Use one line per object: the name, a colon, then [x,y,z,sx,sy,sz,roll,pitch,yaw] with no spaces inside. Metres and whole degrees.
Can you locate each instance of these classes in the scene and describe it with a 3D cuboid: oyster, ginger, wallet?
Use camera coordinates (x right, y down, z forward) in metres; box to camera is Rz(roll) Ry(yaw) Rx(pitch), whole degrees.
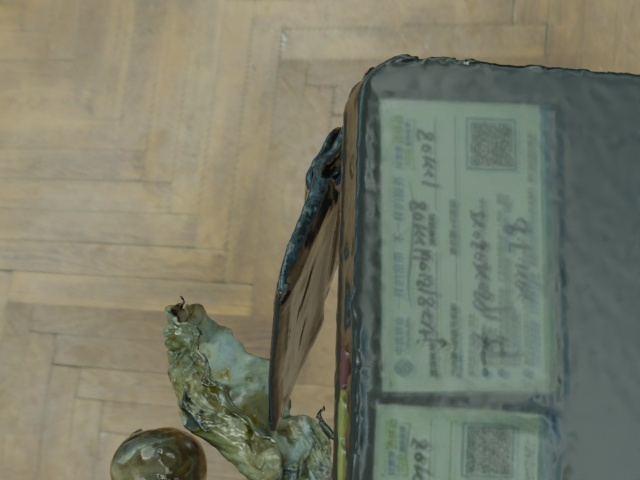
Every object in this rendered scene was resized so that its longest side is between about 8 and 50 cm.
oyster: [-0.087,0.219,1.424,0.337,0.198,0.133,48,114,19]
ginger: [-0.196,0.445,1.461,0.256,0.176,0.375,9,92,47]
wallet: [0.000,0.000,1.119,0.041,0.247,0.323,12,51,7]

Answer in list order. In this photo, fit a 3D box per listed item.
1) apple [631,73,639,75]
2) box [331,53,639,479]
apple: [0.484,-0.091,1.617,0.288,0.288,0.317,17,103,18]
box: [0.112,0.081,0.593,0.211,0.058,0.350,3,84,-8]
